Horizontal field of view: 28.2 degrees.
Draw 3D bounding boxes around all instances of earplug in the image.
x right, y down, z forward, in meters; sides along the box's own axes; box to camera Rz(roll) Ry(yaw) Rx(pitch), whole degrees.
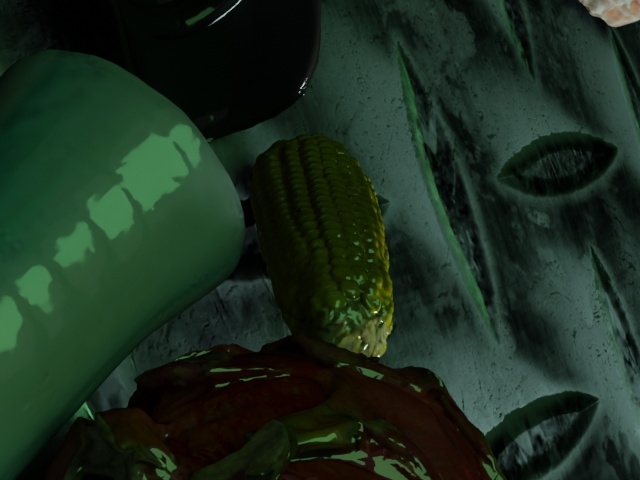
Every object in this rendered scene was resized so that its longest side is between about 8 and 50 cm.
[{"bbox_3d":[-0.201,0.060,0.685,0.185,0.185,0.324,54,49,-20],"label":"earplug"}]

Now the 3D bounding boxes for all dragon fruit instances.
[{"bbox_3d":[-0.016,0.193,0.753,0.343,0.277,0.277,0,75,-51],"label":"dragon fruit"}]

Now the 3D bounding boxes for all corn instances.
[{"bbox_3d":[0.000,0.000,0.941,0.097,0.097,0.261,44,18,-30],"label":"corn"}]

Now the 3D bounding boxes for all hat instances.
[{"bbox_3d":[-0.122,-0.239,0.922,0.238,0.209,0.336,-24,134,-43],"label":"hat"}]

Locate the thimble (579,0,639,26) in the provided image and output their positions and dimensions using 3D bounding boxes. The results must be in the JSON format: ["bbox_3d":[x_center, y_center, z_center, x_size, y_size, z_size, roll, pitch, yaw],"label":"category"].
[{"bbox_3d":[0.389,-0.393,1.575,0.239,0.162,0.239,25,56,-43],"label":"thimble"}]
